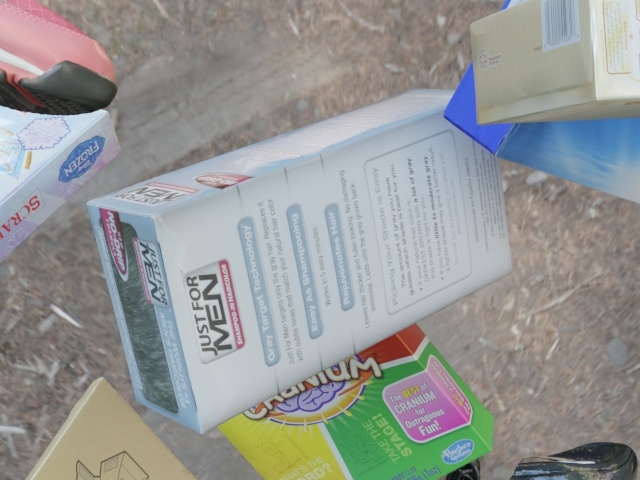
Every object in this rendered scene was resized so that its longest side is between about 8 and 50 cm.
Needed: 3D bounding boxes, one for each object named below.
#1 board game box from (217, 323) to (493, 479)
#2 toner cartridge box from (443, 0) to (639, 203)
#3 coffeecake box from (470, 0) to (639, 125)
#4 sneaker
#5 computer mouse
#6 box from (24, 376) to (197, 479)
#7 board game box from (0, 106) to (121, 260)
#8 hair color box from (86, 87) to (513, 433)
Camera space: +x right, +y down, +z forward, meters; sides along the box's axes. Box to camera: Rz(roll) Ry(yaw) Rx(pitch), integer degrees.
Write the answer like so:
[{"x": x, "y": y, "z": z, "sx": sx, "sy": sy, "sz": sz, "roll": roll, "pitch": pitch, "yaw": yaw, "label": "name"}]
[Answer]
[{"x": -0.002, "y": 0.150, "z": 1.161, "sx": 0.242, "sy": 0.064, "sz": 0.316, "roll": -34, "pitch": 105, "yaw": 22, "label": "board game box"}, {"x": 0.278, "y": -0.128, "z": 0.971, "sx": 0.075, "sy": 0.347, "sz": 0.165, "roll": 46, "pitch": 115, "yaw": 41, "label": "toner cartridge box"}, {"x": 0.204, "y": -0.110, "z": 0.635, "sx": 0.185, "sy": 0.142, "sz": 0.068, "roll": -4, "pitch": 92, "yaw": -17, "label": "coffeecake box"}, {"x": -0.236, "y": -0.184, "z": 0.586, "sx": 0.313, "sy": 0.116, "sz": 0.136, "roll": 31, "pitch": 85, "yaw": -3, "label": "sneaker"}, {"x": 0.274, "y": 0.343, "z": 1.310, "sx": 0.261, "sy": 0.060, "sz": 0.184, "roll": -1, "pitch": 110, "yaw": -17, "label": "computer mouse"}, {"x": -0.208, "y": 0.257, "z": 1.026, "sx": 0.164, "sy": 0.021, "sz": 0.201, "roll": 53, "pitch": 38, "yaw": -21, "label": "box"}, {"x": -0.453, "y": -0.075, "z": 1.241, "sx": 0.318, "sy": 0.066, "sz": 0.318, "roll": 21, "pitch": 53, "yaw": 29, "label": "board game box"}, {"x": 0.000, "y": 0.000, "z": 0.953, "sx": 0.374, "sy": 0.113, "sz": 0.185, "roll": -23, "pitch": 112, "yaw": -35, "label": "hair color box"}]
